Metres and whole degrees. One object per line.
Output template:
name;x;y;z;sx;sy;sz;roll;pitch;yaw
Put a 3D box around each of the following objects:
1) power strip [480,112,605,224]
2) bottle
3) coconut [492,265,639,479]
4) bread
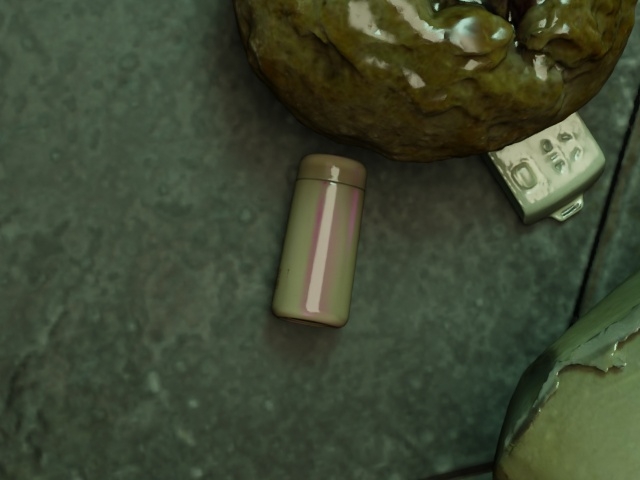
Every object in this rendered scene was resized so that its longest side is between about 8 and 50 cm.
power strip;0.083;-0.122;1.059;0.060;0.027;0.253;-33;91;-8
bottle;0.000;0.000;1.032;0.045;0.045;0.096;9;83;-7
coconut;0.238;0.128;0.937;0.323;0.323;0.323;0;86;-7
bread;0.064;-0.156;0.984;0.230;0.123;0.230;1;84;-6
